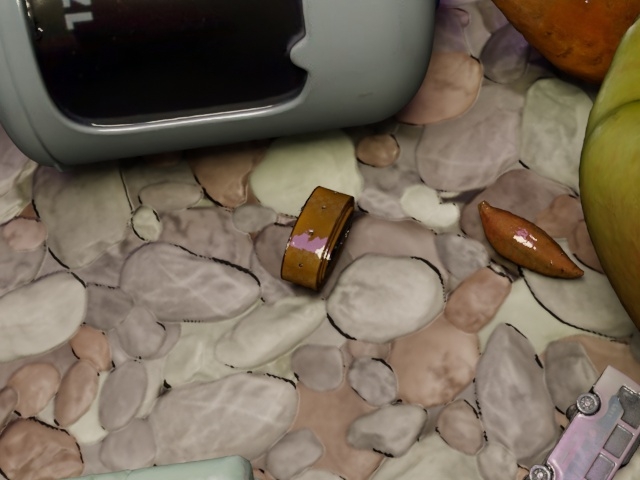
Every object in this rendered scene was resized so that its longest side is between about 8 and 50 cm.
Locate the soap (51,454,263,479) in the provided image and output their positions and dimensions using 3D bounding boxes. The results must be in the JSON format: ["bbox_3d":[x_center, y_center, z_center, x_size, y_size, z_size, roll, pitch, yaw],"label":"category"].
[{"bbox_3d":[-0.172,0.244,0.594,0.289,0.095,0.173,-8,64,2],"label":"soap"}]

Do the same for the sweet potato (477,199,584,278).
[{"bbox_3d":[0.154,0.003,0.719,0.095,0.034,0.034,36,72,21],"label":"sweet potato"}]

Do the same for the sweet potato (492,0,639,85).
[{"bbox_3d":[0.268,-0.168,0.746,0.359,0.112,0.112,6,62,-18],"label":"sweet potato"}]

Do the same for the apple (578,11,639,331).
[{"bbox_3d":[0.322,-0.051,0.558,0.305,0.338,0.338,39,72,2],"label":"apple"}]

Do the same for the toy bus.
[{"bbox_3d":[0.175,0.148,0.641,0.052,0.037,0.131,33,72,17],"label":"toy bus"}]

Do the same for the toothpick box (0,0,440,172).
[{"bbox_3d":[-0.062,-0.194,0.738,0.354,0.263,0.263,-7,63,1],"label":"toothpick box"}]

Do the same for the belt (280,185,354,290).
[{"bbox_3d":[0.000,0.000,0.721,0.036,0.059,0.083,18,55,13],"label":"belt"}]
